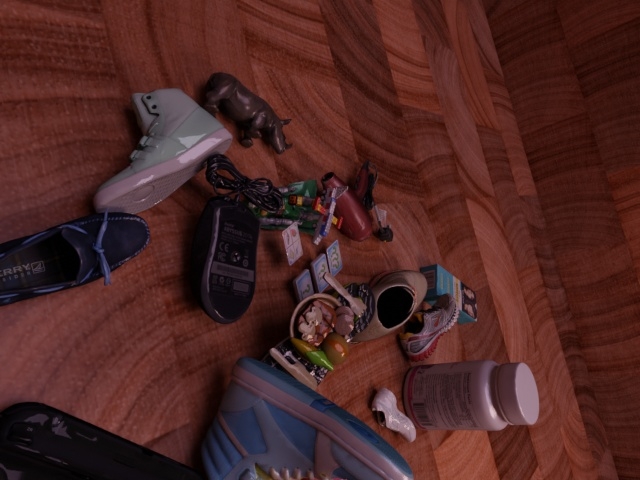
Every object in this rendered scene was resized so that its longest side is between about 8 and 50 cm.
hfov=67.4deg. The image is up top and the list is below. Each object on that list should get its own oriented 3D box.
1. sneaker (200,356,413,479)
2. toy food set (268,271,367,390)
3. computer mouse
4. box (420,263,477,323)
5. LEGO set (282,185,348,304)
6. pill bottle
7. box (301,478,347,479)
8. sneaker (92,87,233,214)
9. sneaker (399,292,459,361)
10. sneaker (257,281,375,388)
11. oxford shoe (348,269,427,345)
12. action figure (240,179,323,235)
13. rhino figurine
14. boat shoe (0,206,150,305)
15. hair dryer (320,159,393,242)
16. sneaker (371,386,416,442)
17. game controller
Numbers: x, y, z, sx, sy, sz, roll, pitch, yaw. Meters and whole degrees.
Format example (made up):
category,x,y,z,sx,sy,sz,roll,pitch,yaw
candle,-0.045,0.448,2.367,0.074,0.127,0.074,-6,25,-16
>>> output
category,x,y,z,sx,sy,sz,roll,pitch,yaw
sneaker,-0.039,0.335,0.711,0.208,0.318,0.127,-61,152,-9
toy food set,0.007,0.157,0.844,0.132,0.038,0.192,45,63,-19
computer mouse,-0.161,0.008,0.832,0.188,0.072,0.273,28,65,-49
box,0.390,0.166,1.452,0.244,0.060,0.101,32,54,-39
LEGO set,0.000,0.000,0.989,0.182,0.060,0.245,-42,130,-46
pill bottle,0.359,0.374,1.158,0.160,0.282,0.161,21,61,-44
box,-0.038,0.454,0.779,0.122,0.128,0.257,45,47,-30
sneaker,-0.282,-0.149,0.765,0.151,0.094,0.256,45,56,2
sneaker,0.291,0.213,1.273,0.225,0.088,0.093,-44,103,-34
sneaker,-0.023,0.192,0.917,0.299,0.121,0.111,-36,102,-30
oxford shoe,0.181,0.151,1.138,0.396,0.146,0.141,-22,93,-52
action figure,-0.072,-0.068,0.994,0.232,0.063,0.137,-3,82,-47
rhino figurine,-0.137,-0.249,0.972,0.243,0.073,0.107,26,61,-44
boat shoe,-0.325,0.030,0.620,0.258,0.088,0.109,-35,114,-46
hair dryer,0.082,-0.104,1.190,0.293,0.080,0.224,12,61,-61
sneaker,0.164,0.413,1.103,0.061,0.053,0.152,-44,104,-39
game controller,-0.284,0.333,0.598,0.319,0.067,0.167,43,62,-31
